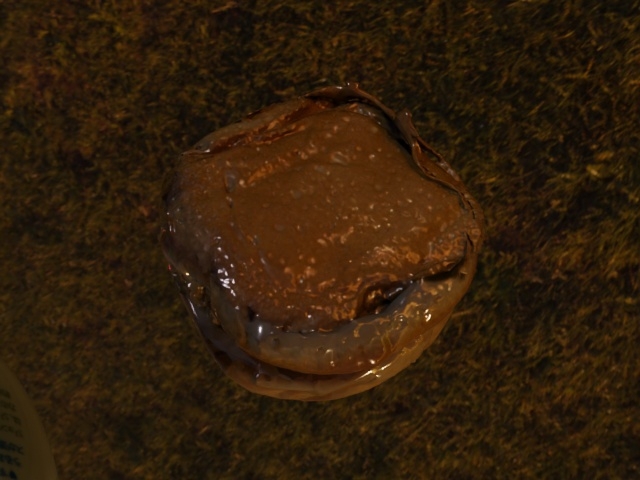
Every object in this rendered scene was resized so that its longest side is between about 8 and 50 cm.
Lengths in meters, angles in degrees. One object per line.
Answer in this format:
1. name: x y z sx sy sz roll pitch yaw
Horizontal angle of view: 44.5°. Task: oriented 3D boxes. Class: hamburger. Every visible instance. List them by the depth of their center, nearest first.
1. hamburger: 0.000 0.000 0.747 0.318 0.318 0.158 29 154 18

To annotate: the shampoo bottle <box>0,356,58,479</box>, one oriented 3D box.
1. shampoo bottle: -0.237 0.193 0.411 0.349 0.222 0.151 50 125 43
